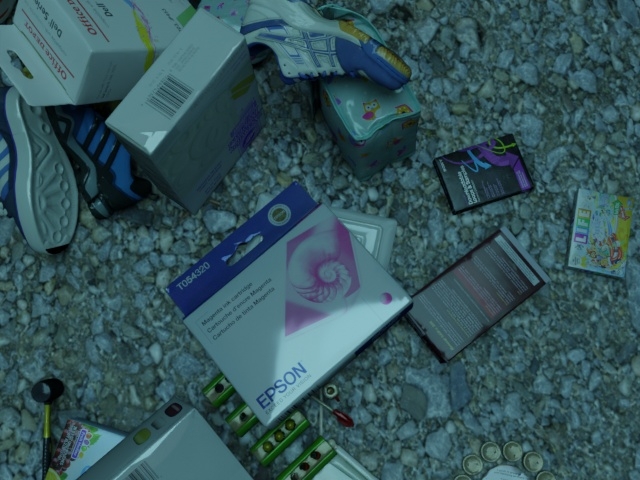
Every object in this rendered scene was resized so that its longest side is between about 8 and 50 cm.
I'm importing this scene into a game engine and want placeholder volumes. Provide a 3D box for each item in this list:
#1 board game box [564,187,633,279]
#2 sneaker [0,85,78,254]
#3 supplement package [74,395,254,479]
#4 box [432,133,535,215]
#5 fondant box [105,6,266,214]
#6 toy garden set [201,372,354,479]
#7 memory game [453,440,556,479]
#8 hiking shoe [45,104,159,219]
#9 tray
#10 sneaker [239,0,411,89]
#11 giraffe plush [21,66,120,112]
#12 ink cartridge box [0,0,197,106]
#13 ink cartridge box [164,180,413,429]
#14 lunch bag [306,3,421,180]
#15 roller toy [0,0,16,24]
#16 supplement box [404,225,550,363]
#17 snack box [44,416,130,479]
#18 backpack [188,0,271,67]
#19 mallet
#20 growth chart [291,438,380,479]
[{"bbox_3d":[0.518,-0.013,1.279,0.103,0.026,0.154,11,77,4],"label":"board game box"},{"bbox_3d":[-0.600,-0.125,1.296,0.236,0.130,0.322,-6,97,24],"label":"sneaker"},{"bbox_3d":[-0.255,0.413,1.075,0.262,0.145,0.204,-40,102,-22],"label":"supplement package"},{"bbox_3d":[0.309,-0.126,1.309,0.162,0.029,0.116,-19,77,-2],"label":"box"},{"bbox_3d":[-0.212,-0.203,1.181,0.096,0.330,0.238,35,80,8],"label":"fondant box"},{"bbox_3d":[-0.058,0.282,1.199,0.204,0.049,0.244,-42,75,-9],"label":"toy garden set"},{"bbox_3d":[0.319,0.438,1.184,0.186,0.012,0.186,0,76,2],"label":"memory game"},{"bbox_3d":[-0.409,-0.193,1.252,0.132,0.113,0.304,-24,121,-16],"label":"hiking shoe"},{"bbox_3d":[0.000,0.000,1.285,0.270,0.030,0.145,12,78,4],"label":"tray"},{"bbox_3d":[0.002,-0.296,1.108,0.296,0.112,0.131,32,102,16],"label":"sneaker"},{"bbox_3d":[-0.431,-0.329,1.310,0.210,0.181,0.170,-4,46,33],"label":"giraffe plush"},{"bbox_3d":[-0.368,-0.351,1.170,0.207,0.119,0.353,50,40,14],"label":"ink cartridge box"},{"bbox_3d":[-0.066,0.095,1.196,0.324,0.071,0.330,-41,73,-6],"label":"ink cartridge box"},{"bbox_3d":[0.060,-0.271,1.247,0.160,0.223,0.262,-29,77,-3],"label":"lunch bag"},{"bbox_3d":[-0.688,-0.513,1.337,0.146,0.209,0.191,20,117,6],"label":"roller toy"},{"bbox_3d":[0.274,0.098,1.234,0.239,0.073,0.130,-36,78,-8],"label":"supplement box"},{"bbox_3d":[-0.378,0.427,1.169,0.175,0.070,0.207,18,79,3],"label":"snack box"},{"bbox_3d":[-0.178,-0.417,1.343,0.182,0.115,0.152,21,76,4],"label":"backpack"},{"bbox_3d":[-0.480,0.336,1.197,0.039,0.062,0.189,-1,77,2],"label":"mallet"},{"bbox_3d":[-0.011,0.461,1.180,0.237,0.021,0.172,-44,79,-9],"label":"growth chart"}]
